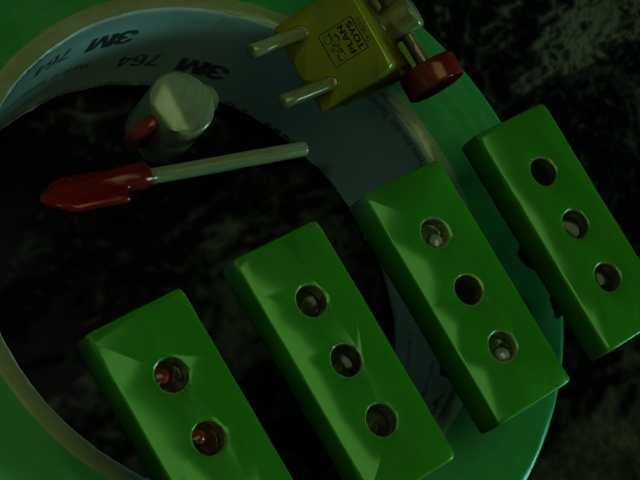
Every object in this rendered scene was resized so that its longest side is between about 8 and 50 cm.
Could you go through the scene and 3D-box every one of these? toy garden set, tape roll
[{"bbox_3d":[0.000,0.000,0.665,0.244,0.049,0.204,-27,83,-33],"label":"toy garden set"},{"bbox_3d":[-0.050,0.014,0.706,0.321,0.077,0.321,11,63,-22],"label":"tape roll"}]
